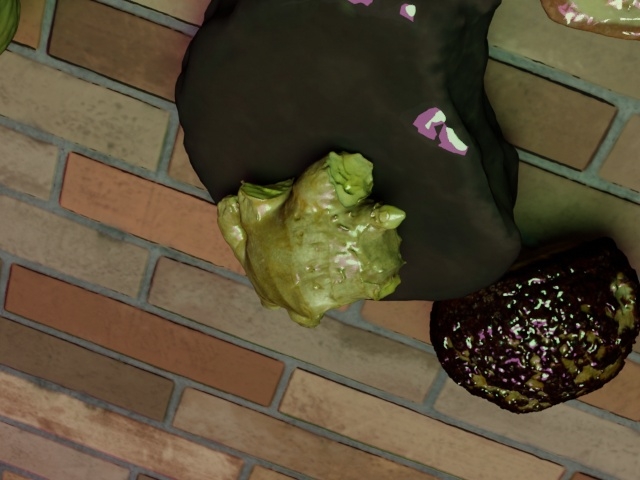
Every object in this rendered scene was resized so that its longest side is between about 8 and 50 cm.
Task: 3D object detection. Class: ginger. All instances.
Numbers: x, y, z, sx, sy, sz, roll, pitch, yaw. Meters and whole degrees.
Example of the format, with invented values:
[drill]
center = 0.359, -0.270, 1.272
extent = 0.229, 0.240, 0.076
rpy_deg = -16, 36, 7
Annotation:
[ginger]
center = 0.000, 0.000, 0.982
extent = 0.216, 0.102, 0.157
rpy_deg = -18, 94, 41

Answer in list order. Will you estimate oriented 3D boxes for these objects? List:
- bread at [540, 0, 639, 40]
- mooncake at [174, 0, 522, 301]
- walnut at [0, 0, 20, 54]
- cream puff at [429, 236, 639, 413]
[bread]
center = 0.291, -0.295, 0.946
extent = 0.190, 0.123, 0.244
rpy_deg = 5, 122, 11
[mooncake]
center = 0.036, -0.133, 1.050
extent = 0.350, 0.212, 0.381
rpy_deg = 6, 129, 11
[walnut]
center = -0.419, -0.302, 1.013
extent = 0.277, 0.282, 0.253
rpy_deg = 11, 164, 10
[cream puff]
center = 0.238, 0.096, 1.140
extent = 0.239, 0.239, 0.165
rpy_deg = -22, 85, 24
